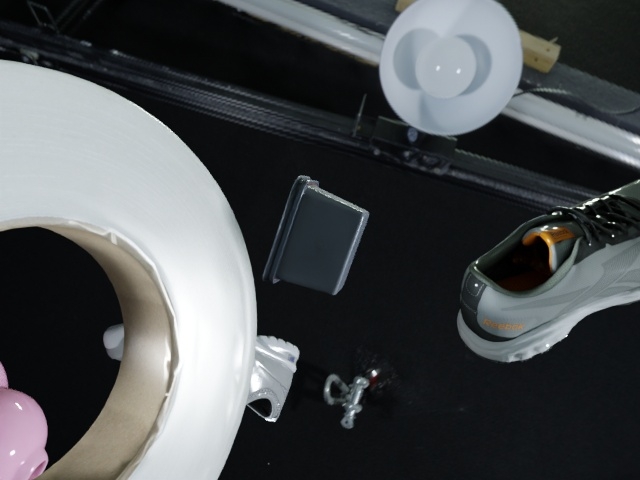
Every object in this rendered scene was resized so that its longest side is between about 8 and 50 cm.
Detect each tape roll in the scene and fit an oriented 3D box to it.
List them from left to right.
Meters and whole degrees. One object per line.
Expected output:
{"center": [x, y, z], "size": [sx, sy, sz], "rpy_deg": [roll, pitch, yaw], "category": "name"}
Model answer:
{"center": [-0.199, 0.087, 0.344], "size": [0.072, 0.392, 0.392], "rpy_deg": [5, -119, 37], "category": "tape roll"}

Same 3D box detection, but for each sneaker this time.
{"center": [-0.132, 0.163, 0.655], "size": [0.281, 0.105, 0.115], "rpy_deg": [25, -120, -40], "category": "sneaker"}
{"center": [0.245, 0.009, 0.482], "size": [0.271, 0.108, 0.100], "rpy_deg": [-30, -136, -9], "category": "sneaker"}

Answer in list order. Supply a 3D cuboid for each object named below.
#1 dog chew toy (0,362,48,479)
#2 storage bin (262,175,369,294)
{"center": [-0.462, 0.183, 0.593], "size": [0.331, 0.207, 0.207], "rpy_deg": [28, -113, 1], "category": "dog chew toy"}
{"center": [0.000, 0.000, 0.654], "size": [0.091, 0.098, 0.135], "rpy_deg": [22, -81, 9], "category": "storage bin"}
